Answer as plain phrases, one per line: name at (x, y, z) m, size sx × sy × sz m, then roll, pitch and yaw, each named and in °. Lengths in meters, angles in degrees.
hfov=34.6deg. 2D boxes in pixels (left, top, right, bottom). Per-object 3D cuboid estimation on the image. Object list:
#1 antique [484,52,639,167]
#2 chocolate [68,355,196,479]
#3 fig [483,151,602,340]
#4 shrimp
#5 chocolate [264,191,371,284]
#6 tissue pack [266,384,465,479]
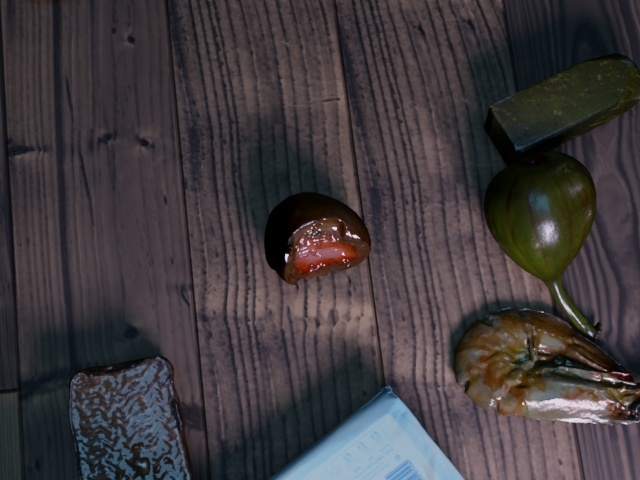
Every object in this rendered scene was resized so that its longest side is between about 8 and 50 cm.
antique at (0.349, -0.191, 1.452) m, size 0.221 × 0.080 × 0.081 m, roll -27°, pitch 77°, yaw -5°
chocolate at (-0.245, 0.266, 1.354) m, size 0.148 × 0.093 × 0.214 m, roll -11°, pitch 77°, yaw 0°
fig at (0.309, 0.012, 1.408) m, size 0.151 × 0.151 × 0.259 m, roll -13°, pitch 105°, yaw -2°
shrimp at (0.327, 0.177, 1.383) m, size 0.294 × 0.062 × 0.154 m, roll 13°, pitch 72°, yaw 5°
chocolate at (0.000, 0.000, 1.400) m, size 0.133 × 0.124 × 0.127 m, roll 14°, pitch 73°, yaw -28°
tissue pack at (0.042, 0.338, 1.338) m, size 0.263 × 0.089 × 0.177 m, roll -38°, pitch 78°, yaw -5°
